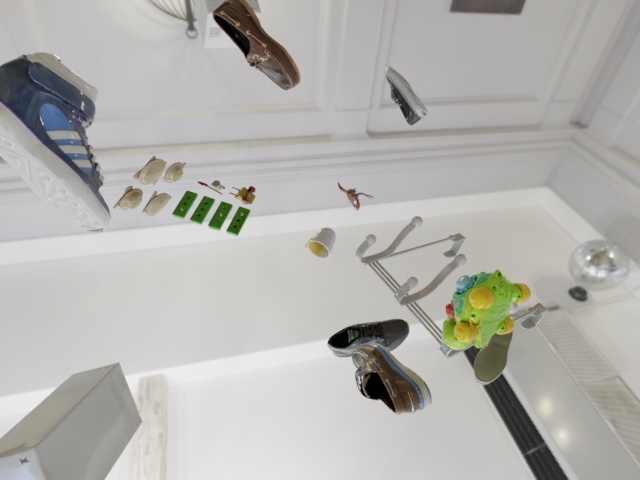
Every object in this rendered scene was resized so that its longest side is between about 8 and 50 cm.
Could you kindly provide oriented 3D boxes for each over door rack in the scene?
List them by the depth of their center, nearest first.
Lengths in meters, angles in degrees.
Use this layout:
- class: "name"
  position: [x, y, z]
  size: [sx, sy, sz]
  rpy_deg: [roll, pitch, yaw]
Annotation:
- class: "over door rack"
  position: [0.252, 0.064, 0.746]
  size: [0.324, 0.108, 0.239]
  rpy_deg: [-2, -139, -41]

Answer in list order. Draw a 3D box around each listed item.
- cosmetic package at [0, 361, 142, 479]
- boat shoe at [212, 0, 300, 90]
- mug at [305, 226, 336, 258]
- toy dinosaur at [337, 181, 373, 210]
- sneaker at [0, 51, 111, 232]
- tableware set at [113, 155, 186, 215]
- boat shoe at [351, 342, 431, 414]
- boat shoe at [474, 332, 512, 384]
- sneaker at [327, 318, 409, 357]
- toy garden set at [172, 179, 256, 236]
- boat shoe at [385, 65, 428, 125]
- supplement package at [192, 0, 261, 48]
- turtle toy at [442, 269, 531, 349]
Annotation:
- class: "cosmetic package"
  position: [-0.622, 0.500, 1.033]
  size: [0.156, 0.217, 0.385]
  rpy_deg: [-15, -171, 3]
- class: "boat shoe"
  position: [-0.130, -0.385, 0.835]
  size: [0.207, 0.073, 0.073]
  rpy_deg: [46, -121, -13]
- class: "mug"
  position: [0.002, -0.002, 1.026]
  size: [0.078, 0.062, 0.064]
  rpy_deg: [19, -126, 19]
- class: "toy dinosaur"
  position: [0.071, -0.095, 0.940]
  size: [0.090, 0.047, 0.082]
  rpy_deg: [22, -167, 2]
- class: "sneaker"
  position: [-0.481, -0.202, 0.817]
  size: [0.130, 0.322, 0.236]
  rpy_deg: [-3, -135, 29]
- class: "tableware set"
  position: [-0.347, -0.111, 0.859]
  size: [0.020, 0.141, 0.169]
  rpy_deg: [40, -172, 8]
- class: "boat shoe"
  position: [0.091, 0.215, 0.657]
  size: [0.066, 0.066, 0.183]
  rpy_deg: [-15, -170, -24]
- class: "boat shoe"
  position: [0.521, 0.352, 1.247]
  size: [0.081, 0.068, 0.228]
  rpy_deg: [24, -130, 26]
- class: "sneaker"
  position: [0.147, 0.305, 1.292]
  size: [0.268, 0.106, 0.101]
  rpy_deg: [-21, -122, 12]
- class: "toy garden set"
  position: [-0.360, -0.126, 1.461]
  size: [0.245, 0.049, 0.203]
  rpy_deg: [18, -119, 8]
- class: "boat shoe"
  position: [0.157, -0.283, 0.801]
  size: [0.049, 0.040, 0.142]
  rpy_deg: [8, -131, -45]
- class: "supplement package"
  position: [-0.257, -0.645, 1.059]
  size: [0.134, 0.139, 0.243]
  rpy_deg: [-14, -97, -22]
- class: "turtle toy"
  position: [0.197, 0.090, 0.525]
  size: [0.095, 0.130, 0.066]
  rpy_deg: [-1, -151, -30]
